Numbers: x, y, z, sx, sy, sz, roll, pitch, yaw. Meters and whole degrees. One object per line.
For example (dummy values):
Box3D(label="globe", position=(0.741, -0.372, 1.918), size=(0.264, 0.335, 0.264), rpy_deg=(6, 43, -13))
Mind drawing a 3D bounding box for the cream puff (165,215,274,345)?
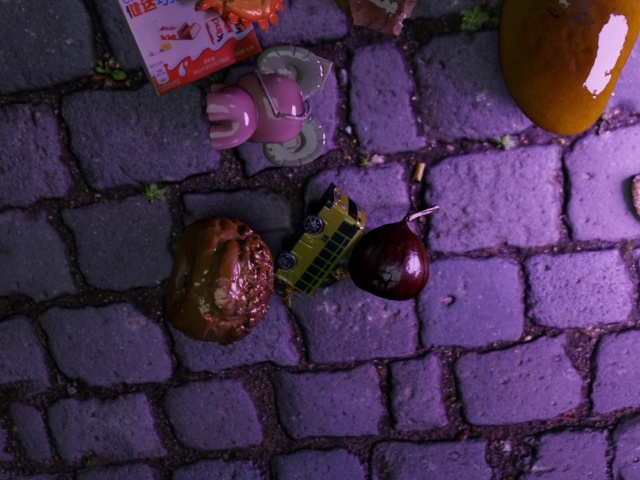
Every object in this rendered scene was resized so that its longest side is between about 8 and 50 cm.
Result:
Box3D(label="cream puff", position=(-0.243, 0.105, 1.752), size=(0.231, 0.327, 0.343), rpy_deg=(12, 152, -25))

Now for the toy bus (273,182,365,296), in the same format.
Box3D(label="toy bus", position=(0.000, 0.000, 1.788), size=(0.150, 0.128, 0.262), rpy_deg=(33, 113, -11))

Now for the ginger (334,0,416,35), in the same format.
Box3D(label="ginger", position=(0.116, -0.579, 1.539), size=(0.221, 0.130, 0.276), rpy_deg=(-25, 108, 3))

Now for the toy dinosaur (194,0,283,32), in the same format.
Box3D(label="toy dinosaur", position=(-0.142, -0.525, 1.579), size=(0.288, 0.070, 0.117), rpy_deg=(-17, 122, -22))

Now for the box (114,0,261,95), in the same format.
Box3D(label="box", position=(-0.295, -0.494, 1.563), size=(0.273, 0.048, 0.265), rpy_deg=(-30, 116, -19))

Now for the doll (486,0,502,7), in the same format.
Box3D(label="doll", position=(0.423, -0.605, 1.530), size=(0.103, 0.071, 0.214), rpy_deg=(15, 106, -28))

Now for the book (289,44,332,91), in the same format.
Box3D(label="book", position=(-0.036, -0.408, 1.679), size=(0.111, 0.014, 0.077), rpy_deg=(22, 113, -5))

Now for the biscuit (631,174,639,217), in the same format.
Box3D(label="biscuit", position=(0.878, -0.097, 1.722), size=(0.265, 0.040, 0.188), rpy_deg=(28, 112, -9))

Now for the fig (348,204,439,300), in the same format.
Box3D(label="fig", position=(0.181, 0.024, 1.760), size=(0.203, 0.186, 0.250), rpy_deg=(18, 106, 17))

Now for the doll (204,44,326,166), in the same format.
Box3D(label="doll", position=(-0.120, -0.298, 1.627), size=(0.268, 0.216, 0.284), rpy_deg=(-5, 115, -1))

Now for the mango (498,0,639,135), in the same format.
Box3D(label="mango", position=(0.533, -0.425, 1.515), size=(0.301, 0.220, 0.445), rpy_deg=(-15, 131, 5))
